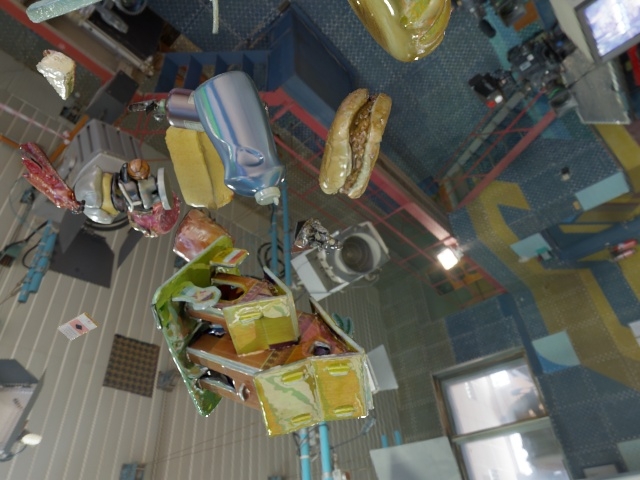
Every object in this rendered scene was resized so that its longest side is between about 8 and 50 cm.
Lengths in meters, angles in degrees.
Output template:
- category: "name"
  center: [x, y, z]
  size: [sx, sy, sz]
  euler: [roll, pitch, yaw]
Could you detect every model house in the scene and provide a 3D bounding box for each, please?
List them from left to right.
- category: "model house"
  center: [-0.042, 0.150, 0.766]
  size: [0.340, 0.323, 0.301]
  euler: [-49, -40, -48]

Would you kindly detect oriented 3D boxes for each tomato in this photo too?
- category: "tomato"
  center: [-0.353, 0.007, 1.335]
  size: [0.155, 0.181, 0.214]
  euler: [27, 177, 7]

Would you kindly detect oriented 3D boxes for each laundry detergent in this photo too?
- category: "laundry detergent"
  center: [-0.108, -0.138, 0.601]
  size: [0.061, 0.096, 0.207]
  euler: [67, 179, -78]

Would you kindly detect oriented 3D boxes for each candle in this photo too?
- category: "candle"
  center: [-0.621, -0.138, 0.963]
  size: [0.301, 0.084, 0.059]
  euler: [33, -157, 28]

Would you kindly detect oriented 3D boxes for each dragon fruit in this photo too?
- category: "dragon fruit"
  center: [-0.642, -0.118, 1.638]
  size: [0.146, 0.282, 0.211]
  euler: [28, -129, 13]

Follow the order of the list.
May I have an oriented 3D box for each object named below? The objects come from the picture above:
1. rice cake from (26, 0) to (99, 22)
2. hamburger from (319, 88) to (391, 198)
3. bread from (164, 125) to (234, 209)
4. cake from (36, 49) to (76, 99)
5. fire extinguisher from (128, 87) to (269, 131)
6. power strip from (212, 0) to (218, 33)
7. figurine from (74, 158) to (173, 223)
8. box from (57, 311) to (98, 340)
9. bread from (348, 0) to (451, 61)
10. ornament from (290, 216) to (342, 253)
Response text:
- category: "rice cake"
  center: [-0.473, -0.459, 0.798]
  size: [0.030, 0.179, 0.042]
  euler: [68, -168, -49]
- category: "hamburger"
  center: [0.088, -0.248, 1.106]
  size: [0.144, 0.283, 0.260]
  euler: [14, -134, 7]
- category: "bread"
  center: [-0.383, -0.244, 1.344]
  size: [0.114, 0.184, 0.275]
  euler: [-34, -56, -44]
- category: "cake"
  center: [-1.025, -0.646, 1.619]
  size: [0.116, 0.220, 0.086]
  euler: [28, -111, -26]
- category: "fire extinguisher"
  center: [-0.212, -0.224, 0.736]
  size: [0.230, 0.071, 0.099]
  euler: [8, -148, -2]
- category: "power strip"
  center: [-0.165, -0.401, 0.613]
  size: [0.042, 0.075, 0.175]
  euler: [-35, -45, -42]
- category: "figurine"
  center: [-0.535, -0.137, 1.134]
  size: [0.176, 0.236, 0.133]
  euler: [90, 168, -44]
- category: "box"
  center: [-0.589, 0.209, 1.016]
  size: [0.046, 0.083, 0.012]
  euler: [58, -171, -26]
- category: "bread"
  center: [0.139, -0.505, 0.797]
  size: [0.333, 0.160, 0.333]
  euler: [50, -168, -15]
- category: "ornament"
  center: [0.000, 0.000, 1.837]
  size: [0.153, 0.195, 0.167]
  euler: [-12, -61, -51]
